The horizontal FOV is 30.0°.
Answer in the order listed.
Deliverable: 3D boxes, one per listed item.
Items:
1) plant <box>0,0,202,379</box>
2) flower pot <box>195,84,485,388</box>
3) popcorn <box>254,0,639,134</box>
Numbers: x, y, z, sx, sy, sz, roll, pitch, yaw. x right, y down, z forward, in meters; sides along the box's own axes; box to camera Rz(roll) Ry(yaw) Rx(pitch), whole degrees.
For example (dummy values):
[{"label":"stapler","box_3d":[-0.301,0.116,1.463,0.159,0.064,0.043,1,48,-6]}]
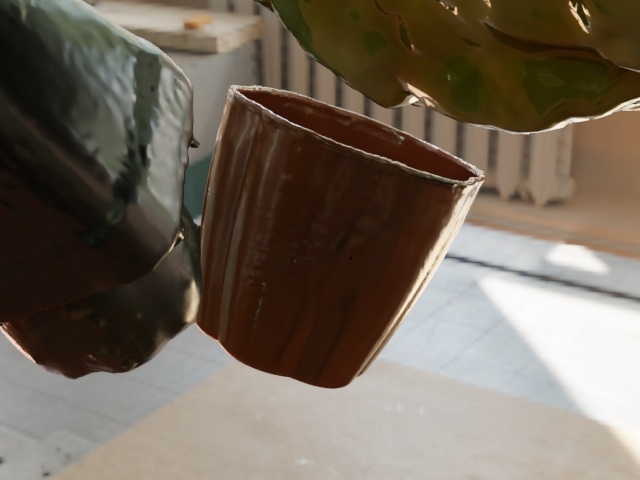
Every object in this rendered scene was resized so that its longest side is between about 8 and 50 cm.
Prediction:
[{"label":"plant","box_3d":[-0.148,-0.037,0.584,0.164,0.256,0.142,-13,45,15]},{"label":"flower pot","box_3d":[0.000,0.000,0.837,0.190,0.173,0.190,18,15,-5]},{"label":"popcorn","box_3d":[0.060,-0.199,0.415,0.292,0.334,0.293,-7,20,1]}]
